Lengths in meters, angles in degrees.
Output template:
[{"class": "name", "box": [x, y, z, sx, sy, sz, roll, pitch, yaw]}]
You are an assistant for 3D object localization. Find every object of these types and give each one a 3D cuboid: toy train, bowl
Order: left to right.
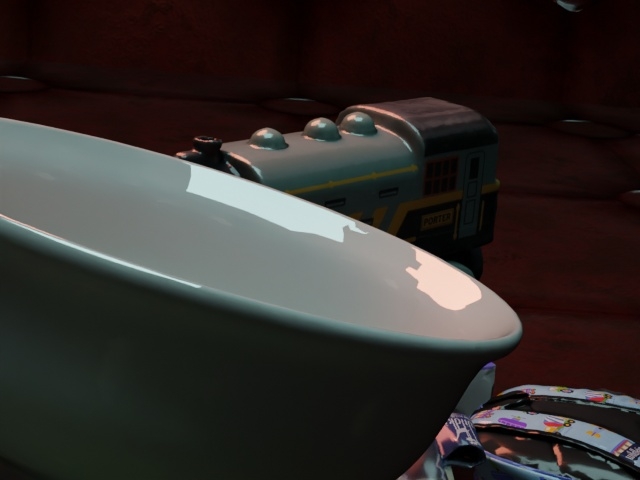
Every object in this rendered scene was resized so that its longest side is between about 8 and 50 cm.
[{"class": "bowl", "box": [-0.072, 0.048, 0.624, 0.298, 0.134, 0.298, 17, 10, -3]}, {"class": "toy train", "box": [0.000, 0.000, 1.041, 0.334, 0.190, 0.142, -12, 23, -40]}]

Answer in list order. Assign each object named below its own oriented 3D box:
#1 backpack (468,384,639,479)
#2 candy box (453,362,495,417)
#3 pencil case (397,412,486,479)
[{"class": "backpack", "box": [0.176, 0.163, 0.915, 0.173, 0.117, 0.158, 12, 18, 22]}, {"class": "candy box", "box": [0.019, 0.104, 1.152, 0.165, 0.070, 0.196, -4, 19, -27]}, {"class": "pencil case", "box": [-0.119, 0.164, 0.745, 0.410, 0.160, 0.183, 1, -2, -14]}]
